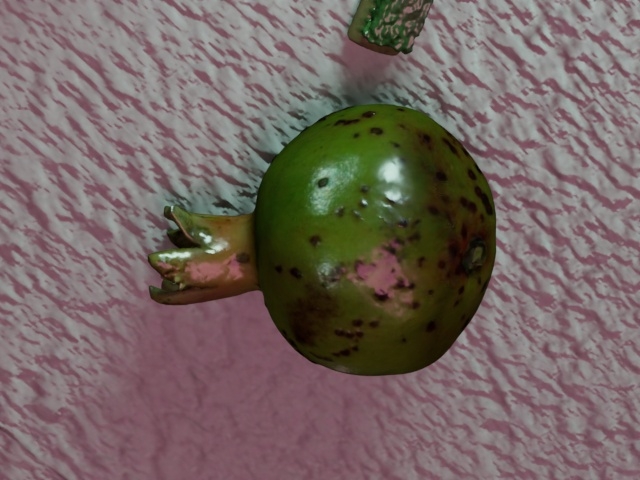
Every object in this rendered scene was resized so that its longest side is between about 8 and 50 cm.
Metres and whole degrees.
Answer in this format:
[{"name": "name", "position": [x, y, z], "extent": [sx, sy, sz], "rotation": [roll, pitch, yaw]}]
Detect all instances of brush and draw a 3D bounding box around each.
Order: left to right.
[{"name": "brush", "position": [0.100, -0.278, 1.546], "extent": [0.054, 0.048, 0.282], "rotation": [14, 114, -25]}]

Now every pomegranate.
[{"name": "pomegranate", "position": [0.008, -0.015, 1.596], "extent": [0.286, 0.231, 0.231], "rotation": [20, 116, 7]}]
